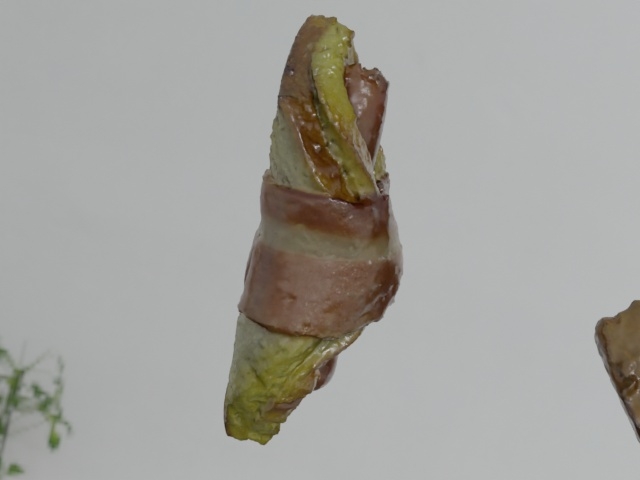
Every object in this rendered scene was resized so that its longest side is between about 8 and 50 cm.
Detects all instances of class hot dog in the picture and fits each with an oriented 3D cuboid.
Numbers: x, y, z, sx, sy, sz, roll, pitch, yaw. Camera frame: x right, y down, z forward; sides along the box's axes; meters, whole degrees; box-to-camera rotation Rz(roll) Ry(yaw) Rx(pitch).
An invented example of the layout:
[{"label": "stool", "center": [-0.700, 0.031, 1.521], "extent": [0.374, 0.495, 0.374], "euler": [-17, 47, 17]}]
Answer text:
[{"label": "hot dog", "center": [0.005, 0.003, 0.796], "extent": [0.093, 0.261, 0.123], "euler": [11, 18, -2]}]

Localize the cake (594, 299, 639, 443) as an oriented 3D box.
[{"label": "cake", "center": [0.352, 0.090, 0.895], "extent": [0.293, 0.199, 0.196], "euler": [-29, -22, 9]}]
